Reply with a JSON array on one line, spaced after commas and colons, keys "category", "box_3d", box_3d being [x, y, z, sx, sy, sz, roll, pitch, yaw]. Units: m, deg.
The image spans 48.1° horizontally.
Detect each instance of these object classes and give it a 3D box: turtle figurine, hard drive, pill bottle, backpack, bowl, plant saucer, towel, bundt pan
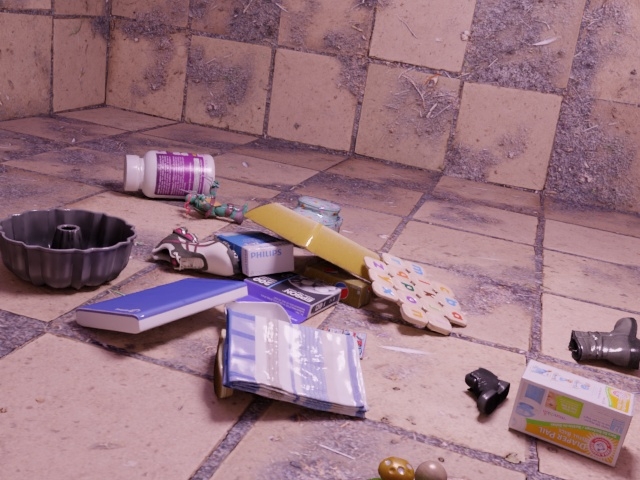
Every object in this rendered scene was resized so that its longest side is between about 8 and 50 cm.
[{"category": "turtle figurine", "box_3d": [-0.361, -0.130, 2.388, 0.234, 0.118, 0.175, 21, 30, -11]}, {"category": "hard drive", "box_3d": [-0.348, 0.138, 1.600, 0.210, 0.040, 0.318, 1, 10, 37]}, {"category": "pill bottle", "box_3d": [-0.536, -0.231, 2.528, 0.301, 0.169, 0.169, 2, 19, -21]}, {"category": "backpack", "box_3d": [-0.025, -0.061, 2.291, 0.166, 0.144, 0.188, 20, 23, 16]}, {"category": "bowl", "box_3d": [-0.144, 0.187, 1.607, 0.142, 0.053, 0.142, 3, 20, -19]}, {"category": "plant saucer", "box_3d": [0.000, 0.000, 1.972, 0.333, 0.081, 0.333, 27, -1, -39]}, {"category": "towel", "box_3d": [-0.047, 0.230, 1.380, 0.285, 0.034, 0.209, 16, 34, -16]}, {"category": "bundt pan", "box_3d": [-0.625, 0.025, 1.769, 0.331, 0.124, 0.331, 8, 17, -3]}]

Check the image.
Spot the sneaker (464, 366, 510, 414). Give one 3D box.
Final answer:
[{"category": "sneaker", "box_3d": [0.332, 0.305, 1.476, 0.089, 0.051, 0.170, 20, 16, 31]}]

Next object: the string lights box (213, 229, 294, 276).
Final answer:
[{"category": "string lights box", "box_3d": [-0.186, 0.029, 1.953, 0.133, 0.077, 0.259, -6, 13, -27]}]

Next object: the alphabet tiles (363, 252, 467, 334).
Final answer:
[{"category": "alphabet tiles", "box_3d": [0.242, 0.134, 1.852, 0.278, 0.021, 0.284, 19, 27, -20]}]

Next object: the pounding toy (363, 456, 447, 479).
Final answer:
[{"category": "pounding toy", "box_3d": [0.131, 0.378, 1.052, 0.237, 0.110, 0.183, -3, 21, -31]}]

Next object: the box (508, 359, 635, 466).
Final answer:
[{"category": "box", "box_3d": [0.479, 0.326, 1.368, 0.203, 0.114, 0.103, 17, 18, 23]}]

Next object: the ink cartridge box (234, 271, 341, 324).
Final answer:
[{"category": "ink cartridge box", "box_3d": [-0.087, 0.136, 1.810, 0.206, 0.045, 0.208, 18, 22, 27]}]

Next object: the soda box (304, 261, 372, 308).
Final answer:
[{"category": "soda box", "box_3d": [0.044, 0.117, 1.897, 0.181, 0.061, 0.058, 20, 21, 31]}]

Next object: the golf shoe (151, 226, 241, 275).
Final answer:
[{"category": "golf shoe", "box_3d": [-0.329, 0.051, 1.908, 0.273, 0.105, 0.120, 15, 35, 37]}]

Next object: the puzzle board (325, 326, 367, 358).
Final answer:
[{"category": "puzzle board", "box_3d": [0.055, 0.230, 1.635, 0.096, 0.011, 0.128, 10, 17, 5]}]

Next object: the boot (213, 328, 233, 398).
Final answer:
[{"category": "boot", "box_3d": [-0.125, 0.245, 1.408, 0.165, 0.077, 0.213, 9, 17, -7]}]

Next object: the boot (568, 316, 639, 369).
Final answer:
[{"category": "boot", "box_3d": [0.709, 0.243, 1.803, 0.161, 0.083, 0.246, 8, 15, 16]}]
